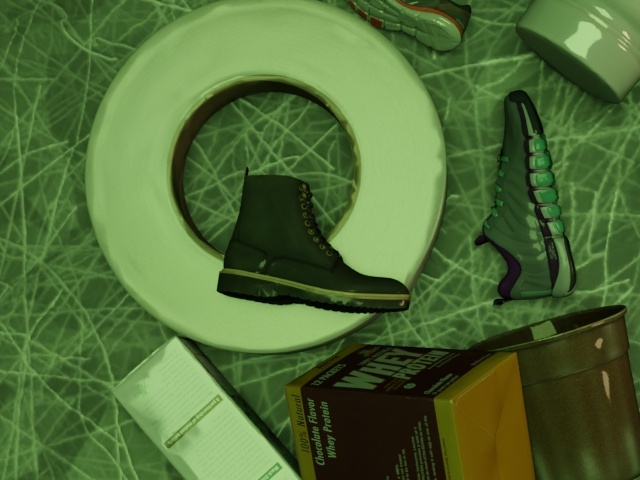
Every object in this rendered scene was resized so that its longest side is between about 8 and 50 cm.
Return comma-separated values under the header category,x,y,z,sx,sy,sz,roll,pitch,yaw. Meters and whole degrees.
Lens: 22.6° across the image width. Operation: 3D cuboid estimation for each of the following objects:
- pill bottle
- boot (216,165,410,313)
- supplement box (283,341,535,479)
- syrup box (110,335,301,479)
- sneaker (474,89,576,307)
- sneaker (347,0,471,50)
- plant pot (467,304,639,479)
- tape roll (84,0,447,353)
category,x,y,z,sx,sy,sz,roll,pitch,yaw
pill bottle,0.337,-0.292,1.647,0.161,0.161,0.283,37,90,8
boot,0.000,0.000,1.633,0.198,0.077,0.137,8,81,5
supplement box,0.092,0.213,1.577,0.194,0.129,0.191,0,108,36
syrup box,-0.102,0.217,1.680,0.096,0.093,0.237,-41,82,1
sneaker,0.201,-0.043,1.681,0.098,0.083,0.224,-13,84,10
sneaker,0.092,-0.263,1.733,0.158,0.061,0.065,31,62,7
plant pot,0.250,0.167,1.622,0.167,0.167,0.165,-15,91,4
tape roll,-0.056,-0.068,1.715,0.392,0.072,0.392,-1,84,6
